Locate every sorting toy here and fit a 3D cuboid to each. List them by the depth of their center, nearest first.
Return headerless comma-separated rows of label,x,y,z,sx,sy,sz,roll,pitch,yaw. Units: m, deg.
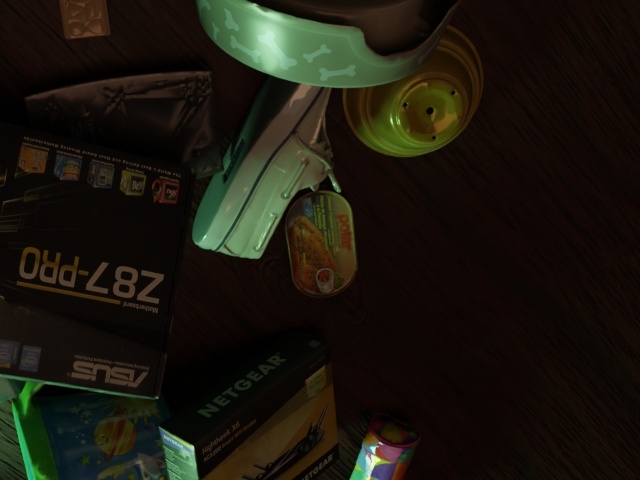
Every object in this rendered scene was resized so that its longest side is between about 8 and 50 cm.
sorting toy,-0.314,-0.309,1.496,0.062,0.012,0.083,-6,123,-6

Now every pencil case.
pencil case,0.099,0.414,1.963,0.104,0.104,0.236,7,119,-18

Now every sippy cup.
sippy cup,-0.336,0.327,1.738,0.224,0.240,0.305,-15,146,-18

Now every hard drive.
hard drive,-0.269,-0.153,1.570,0.254,0.054,0.172,-10,121,-9

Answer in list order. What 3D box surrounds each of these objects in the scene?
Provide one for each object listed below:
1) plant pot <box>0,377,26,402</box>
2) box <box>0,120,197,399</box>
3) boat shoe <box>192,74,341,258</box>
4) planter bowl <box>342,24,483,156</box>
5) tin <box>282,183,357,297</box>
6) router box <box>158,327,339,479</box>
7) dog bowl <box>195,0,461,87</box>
plant pot,-0.519,0.111,1.529,0.165,0.166,0.234,-22,105,0
box,-0.377,0.019,1.453,0.394,0.097,0.318,14,79,-24
boat shoe,-0.036,-0.116,1.606,0.156,0.136,0.367,20,115,-23
planter bowl,0.146,-0.201,1.631,0.217,0.090,0.217,-6,120,-11
tin,0.000,0.000,1.738,0.106,0.040,0.190,-9,121,-5
router box,-0.102,0.317,1.767,0.309,0.081,0.243,-34,131,-39
dog bowl,0.004,-0.313,1.397,0.348,0.349,0.102,-1,132,-14
